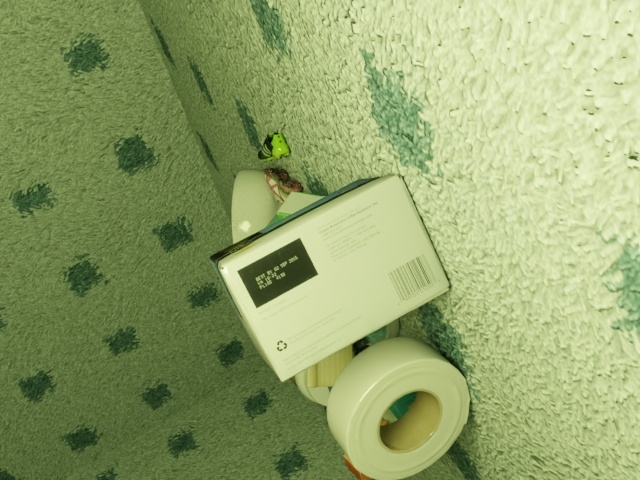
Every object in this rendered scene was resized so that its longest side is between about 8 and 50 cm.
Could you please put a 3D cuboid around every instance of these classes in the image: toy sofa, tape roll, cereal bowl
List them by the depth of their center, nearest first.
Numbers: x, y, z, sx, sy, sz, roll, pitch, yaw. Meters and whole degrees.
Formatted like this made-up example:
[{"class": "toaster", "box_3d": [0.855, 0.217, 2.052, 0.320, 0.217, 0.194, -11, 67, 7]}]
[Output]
[{"class": "tape roll", "box_3d": [0.161, 0.342, 1.394, 0.100, 0.286, 0.286, 40, 155, 58]}, {"class": "toy sofa", "box_3d": [0.002, 0.281, 1.848, 0.362, 0.177, 0.150, -49, -42, -87]}, {"class": "cereal bowl", "box_3d": [-0.160, -0.048, 2.040, 0.339, 0.141, 0.338, -3, -90, -83]}]

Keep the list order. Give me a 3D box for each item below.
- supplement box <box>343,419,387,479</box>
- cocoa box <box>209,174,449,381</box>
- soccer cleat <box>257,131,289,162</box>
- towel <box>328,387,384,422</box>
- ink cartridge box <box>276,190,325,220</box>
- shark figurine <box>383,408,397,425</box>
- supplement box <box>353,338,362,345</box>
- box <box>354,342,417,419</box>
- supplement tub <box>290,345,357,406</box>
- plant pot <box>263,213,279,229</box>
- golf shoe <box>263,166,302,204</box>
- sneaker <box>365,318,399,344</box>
[{"class": "supplement box", "box_3d": [0.176, 0.543, 1.842, 0.078, 0.233, 0.080, 34, 153, 43]}, {"class": "cocoa box", "box_3d": [0.007, 0.056, 1.252, 0.231, 0.347, 0.228, 64, 168, -9]}, {"class": "soccer cleat", "box_3d": [-0.128, -0.252, 1.840, 0.179, 0.060, 0.072, 5, 112, 68]}, {"class": "towel", "box_3d": [0.131, 0.466, 1.950, 0.285, 0.034, 0.209, 23, -147, -46]}, {"class": "ink cartridge box", "box_3d": [0.000, 0.000, 1.584, 0.153, 0.086, 0.208, 11, 137, 21]}, {"class": "shark figurine", "box_3d": [0.189, 0.435, 1.821, 0.116, 0.166, 0.278, 29, -176, -35]}, {"class": "supplement box", "box_3d": [0.088, 0.271, 2.079, 0.083, 0.043, 0.055, 55, 167, 31]}, {"class": "box", "box_3d": [0.188, 0.351, 1.717, 0.244, 0.101, 0.060, 50, 161, 44]}, {"class": "supplement tub", "box_3d": [0.005, 0.408, 2.268, 0.228, 0.228, 0.316, 66, 167, -13]}, {"class": "plant pot", "box_3d": [-0.058, 0.074, 1.814, 0.196, 0.290, 0.290, 32, 159, 13]}, {"class": "golf shoe", "box_3d": [-0.115, -0.146, 1.906, 0.186, 0.068, 0.085, 48, 134, 51]}, {"class": "sneaker", "box_3d": [0.091, 0.160, 1.588, 0.135, 0.150, 0.365, 56, 166, 31]}]
